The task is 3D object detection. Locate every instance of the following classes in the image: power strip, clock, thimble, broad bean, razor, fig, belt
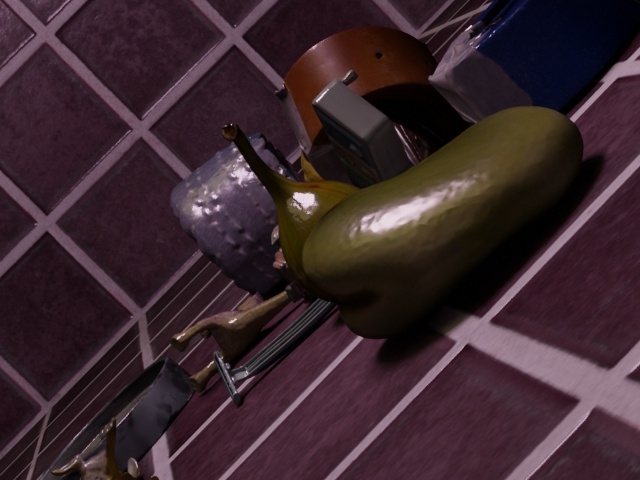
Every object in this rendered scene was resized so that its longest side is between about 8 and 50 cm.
[{"bbox_3d":[0.079,-0.073,1.586,0.061,0.145,0.216,-45,-28,-7],"label":"power strip"},{"bbox_3d":[-0.280,0.268,2.043,0.280,0.055,0.280,-44,8,8],"label":"clock"},{"bbox_3d":[-0.086,-0.037,2.135,0.172,0.205,0.236,-39,-22,4],"label":"thimble"},{"bbox_3d":[0.101,-0.024,1.278,0.263,0.121,0.189,-41,12,14],"label":"broad bean"},{"bbox_3d":[-0.034,0.100,1.673,0.191,0.037,0.068,-40,50,12],"label":"razor"},{"bbox_3d":[-0.022,-0.035,1.574,0.124,0.236,0.124,-44,17,17],"label":"fig"},{"bbox_3d":[0.062,-0.142,1.723,0.184,0.105,0.261,-37,-26,19],"label":"belt"},{"bbox_3d":[0.250,-0.238,1.650,0.212,0.117,0.347,-36,11,44],"label":"belt"}]

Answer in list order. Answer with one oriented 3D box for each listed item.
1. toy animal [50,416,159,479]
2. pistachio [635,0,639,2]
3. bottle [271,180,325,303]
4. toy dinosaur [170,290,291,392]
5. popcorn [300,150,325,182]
[{"bbox_3d":[-0.257,0.280,1.697,0.155,0.095,0.219,-41,6,-4],"label":"toy animal"},{"bbox_3d":[0.355,-0.313,1.535,0.185,0.108,0.126,-53,-27,-33],"label":"pistachio"},{"bbox_3d":[0.001,0.001,1.811,0.152,0.099,0.099,-49,8,-17],"label":"bottle"},{"bbox_3d":[-0.093,0.095,1.922,0.199,0.072,0.251,-37,-7,-27],"label":"toy dinosaur"},{"bbox_3d":[0.048,-0.146,1.961,0.200,0.226,0.203,10,-45,-43],"label":"popcorn"}]
